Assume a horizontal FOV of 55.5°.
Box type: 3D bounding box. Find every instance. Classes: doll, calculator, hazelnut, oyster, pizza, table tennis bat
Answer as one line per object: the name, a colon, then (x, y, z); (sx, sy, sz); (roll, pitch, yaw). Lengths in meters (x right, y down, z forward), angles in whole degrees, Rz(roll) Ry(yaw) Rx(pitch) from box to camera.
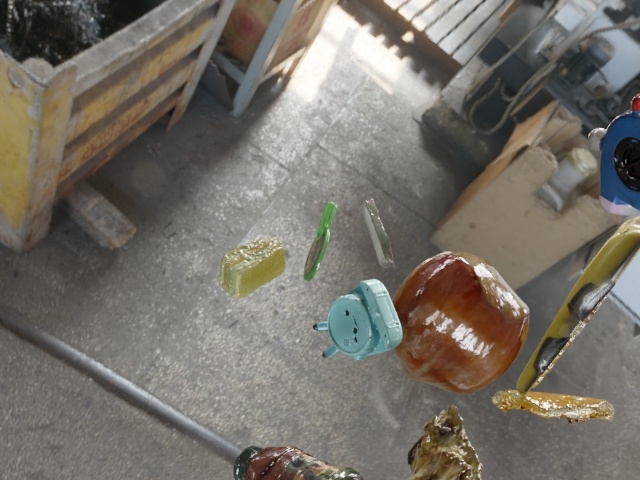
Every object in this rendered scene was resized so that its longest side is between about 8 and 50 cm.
doll: (0.576, -0.156, 0.873); (0.310, 0.240, 0.284); (-18, 30, -10)
calculator: (0.282, 0.075, 0.663); (0.033, 0.236, 0.157); (35, 26, 22)
hazelnut: (0.358, 0.211, 1.605); (0.365, 0.366, 0.366); (15, 53, -21)
oyster: (0.142, 0.351, 0.736); (0.111, 0.204, 0.396); (6, 32, 10)
pizza: (0.707, 0.500, 1.826); (0.365, 0.182, 0.074); (6, 90, -3)
table tennis bat: (0.000, 0.000, 1.778); (0.039, 0.160, 0.257); (23, 65, -12)

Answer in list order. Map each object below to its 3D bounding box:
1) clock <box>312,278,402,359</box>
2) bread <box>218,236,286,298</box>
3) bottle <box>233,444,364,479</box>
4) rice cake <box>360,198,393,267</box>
clock: (0.051, 0.131, 0.930); (0.045, 0.147, 0.108); (-3, 66, -46)
bread: (-0.200, 0.075, 1.800); (0.196, 0.138, 0.102); (-31, 60, -32)
bottle: (-0.055, 0.446, 1.097); (0.143, 0.271, 0.156); (-51, 127, -32)
rice cake: (0.158, -0.019, 1.706); (0.036, 0.047, 0.207); (-11, 70, -21)
